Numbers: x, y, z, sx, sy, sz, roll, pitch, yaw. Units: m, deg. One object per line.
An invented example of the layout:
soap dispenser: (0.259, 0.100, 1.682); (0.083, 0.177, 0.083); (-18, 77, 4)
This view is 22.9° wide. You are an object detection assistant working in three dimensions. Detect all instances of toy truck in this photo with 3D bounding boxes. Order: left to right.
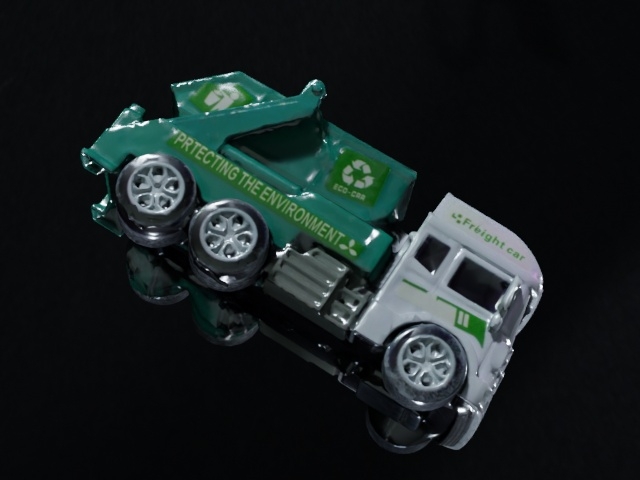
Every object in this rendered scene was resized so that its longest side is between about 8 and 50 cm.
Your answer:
toy truck: (0.000, 0.000, 0.744); (0.216, 0.110, 0.116); (31, -109, 8)
